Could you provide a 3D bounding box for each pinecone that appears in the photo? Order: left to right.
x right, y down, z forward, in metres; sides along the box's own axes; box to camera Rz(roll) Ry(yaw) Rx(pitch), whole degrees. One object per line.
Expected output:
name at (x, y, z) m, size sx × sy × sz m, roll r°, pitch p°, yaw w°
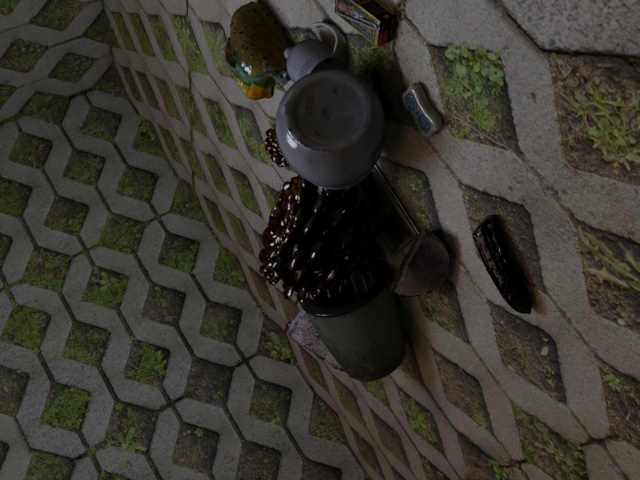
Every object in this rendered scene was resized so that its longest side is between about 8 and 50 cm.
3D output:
pinecone at (-0.095, -0.304, 2.084) m, size 0.174 × 0.173 × 0.174 m, roll 48°, pitch 155°, yaw 31°
pinecone at (0.000, 0.000, 1.885) m, size 0.398 × 0.397 × 0.398 m, roll 48°, pitch 155°, yaw 31°

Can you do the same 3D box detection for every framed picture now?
framed picture at (0.176, -0.095, 1.887) m, size 0.274 × 0.017 × 0.217 m, roll 58°, pitch 159°, yaw 10°

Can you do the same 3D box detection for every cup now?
cup at (-0.021, -0.476, 1.712) m, size 0.142 × 0.134 × 0.174 m, roll 51°, pitch 158°, yaw 31°

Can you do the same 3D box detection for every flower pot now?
flower pot at (0.125, 0.267, 2.089) m, size 0.293 × 0.293 × 0.330 m, roll 25°, pitch 142°, yaw 58°

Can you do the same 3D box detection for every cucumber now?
cucumber at (0.410, 0.064, 1.473) m, size 0.245 × 0.067 × 0.067 m, roll 65°, pitch 159°, yaw -3°

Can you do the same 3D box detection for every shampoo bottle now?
shampoo bottle at (0.028, -0.271, 1.627) m, size 0.273 × 0.272 × 0.266 m, roll 56°, pitch 176°, yaw 15°

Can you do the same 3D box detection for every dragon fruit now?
dragon fruit at (0.052, 0.320, 2.447) m, size 0.282 × 0.204 × 0.221 m, roll 28°, pitch 116°, yaw 15°

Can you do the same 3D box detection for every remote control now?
remote control at (0.231, -0.297, 1.488) m, size 0.122 × 0.032 × 0.074 m, roll 60°, pitch 159°, yaw 7°

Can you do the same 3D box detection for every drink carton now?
drink carton at (0.099, -0.518, 1.490) m, size 0.166 × 0.056 × 0.071 m, roll 49°, pitch 158°, yaw 30°

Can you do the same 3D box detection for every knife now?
knife at (0.147, -0.372, 1.609) m, size 0.121 × 0.018 × 0.031 m, roll 69°, pitch 168°, yaw -16°

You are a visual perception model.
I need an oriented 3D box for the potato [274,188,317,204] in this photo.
potato at (-0.074, -0.099, 2.278) m, size 0.157 × 0.157 × 0.194 m, roll 29°, pitch 144°, yaw 54°

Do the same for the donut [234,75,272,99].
donut at (-0.229, -0.552, 2.177) m, size 0.174 × 0.074 × 0.190 m, roll 59°, pitch 158°, yaw 8°

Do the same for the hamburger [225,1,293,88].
hamburger at (-0.194, -0.568, 1.945) m, size 0.288 × 0.192 × 0.168 m, roll 57°, pitch 149°, yaw 11°

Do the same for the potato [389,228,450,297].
potato at (0.288, 0.054, 1.753) m, size 0.120 × 0.100 × 0.261 m, roll 22°, pitch 137°, yaw -2°

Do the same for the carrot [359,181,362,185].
carrot at (0.086, -0.270, 1.827) m, size 0.049 × 0.049 × 0.255 m, roll 26°, pitch 137°, yaw 57°
